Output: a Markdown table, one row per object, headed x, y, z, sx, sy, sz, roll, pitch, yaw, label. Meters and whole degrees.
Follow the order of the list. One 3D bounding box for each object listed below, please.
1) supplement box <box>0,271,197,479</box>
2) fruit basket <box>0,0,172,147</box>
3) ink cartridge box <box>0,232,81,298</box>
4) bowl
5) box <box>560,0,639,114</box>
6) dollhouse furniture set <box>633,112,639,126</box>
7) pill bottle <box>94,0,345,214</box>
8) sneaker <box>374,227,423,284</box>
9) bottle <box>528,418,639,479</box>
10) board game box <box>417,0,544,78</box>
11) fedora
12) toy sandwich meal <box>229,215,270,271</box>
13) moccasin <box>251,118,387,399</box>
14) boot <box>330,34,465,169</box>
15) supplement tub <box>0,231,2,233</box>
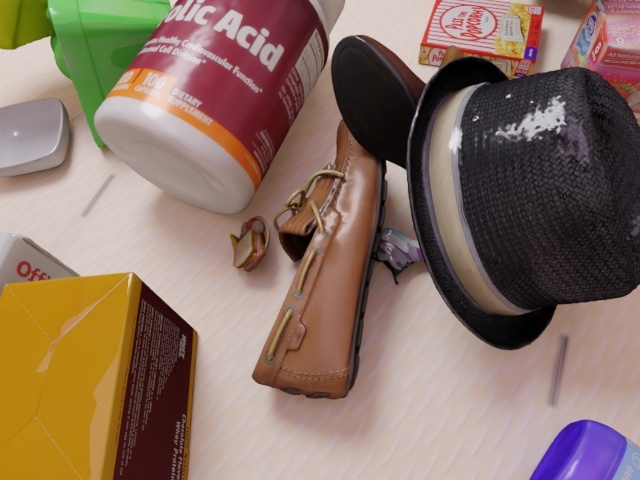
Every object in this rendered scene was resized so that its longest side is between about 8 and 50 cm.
| x | y | z | sx | sy | sz | roll | pitch | yaw | label |
| --- | --- | --- | --- | --- | --- | --- | --- | --- | --- |
| -0.226 | 0.164 | 0.448 | 0.128 | 0.194 | 0.192 | -6 | 61 | 2 | supplement box |
| -0.435 | -0.366 | 0.700 | 0.391 | 0.283 | 0.393 | 5 | 56 | -8 | fruit basket |
| -0.372 | 0.150 | 0.467 | 0.114 | 0.197 | 0.273 | 5 | 62 | 8 | ink cartridge box |
| -0.497 | -0.168 | 0.733 | 0.141 | 0.053 | 0.142 | -13 | 61 | -1 | bowl |
| 0.540 | -0.258 | 0.630 | 0.299 | 0.154 | 0.142 | 9 | 63 | 9 | box |
| 0.380 | -0.108 | 0.635 | 0.143 | 0.123 | 0.152 | 18 | 100 | 14 | dollhouse furniture set |
| -0.120 | -0.257 | 0.629 | 0.223 | 0.224 | 0.393 | 20 | 71 | 15 | pill bottle |
| 0.119 | 0.029 | 0.584 | 0.098 | 0.038 | 0.069 | 17 | 83 | 1 | sneaker |
| 0.337 | 0.299 | 0.382 | 0.282 | 0.092 | 0.118 | 39 | 70 | 22 | bottle |
| 0.288 | -0.369 | 0.773 | 0.193 | 0.045 | 0.147 | 14 | 64 | 13 | board game box |
| 0.239 | -0.049 | 0.451 | 0.333 | 0.152 | 0.335 | 6 | 80 | -36 | fedora |
| -0.101 | 0.004 | 0.595 | 0.085 | 0.029 | 0.086 | -21 | 61 | 43 | toy sandwich meal |
| 0.000 | 0.001 | 0.560 | 0.146 | 0.139 | 0.381 | 12 | 73 | 2 | moccasin |
| 0.158 | -0.204 | 0.576 | 0.264 | 0.096 | 0.281 | 41 | 52 | -12 | boot |
| -0.514 | 0.069 | 0.577 | 0.105 | 0.106 | 0.198 | 10 | 64 | 11 | supplement tub |
